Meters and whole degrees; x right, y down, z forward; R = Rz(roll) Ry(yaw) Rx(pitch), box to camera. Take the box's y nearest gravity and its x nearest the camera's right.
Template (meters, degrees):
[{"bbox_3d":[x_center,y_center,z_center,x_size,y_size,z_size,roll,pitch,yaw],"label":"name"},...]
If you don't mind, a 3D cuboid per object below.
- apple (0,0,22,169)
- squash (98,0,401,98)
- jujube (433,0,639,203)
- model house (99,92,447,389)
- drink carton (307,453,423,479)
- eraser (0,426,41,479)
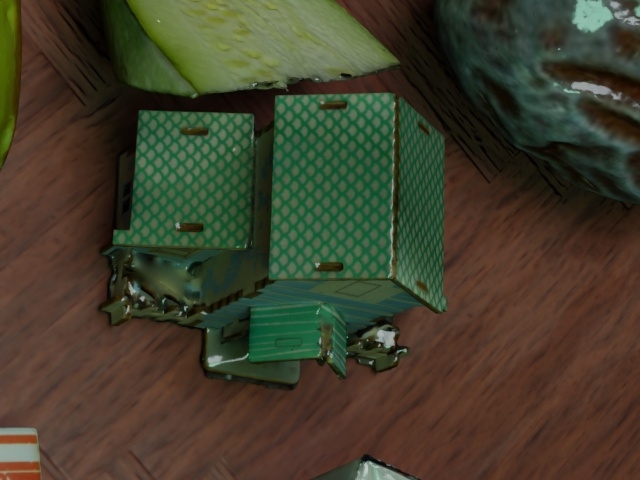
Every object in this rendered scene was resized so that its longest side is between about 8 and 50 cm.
[{"bbox_3d":[-0.351,-0.127,1.088,0.384,0.374,0.374,20,63,-4],"label":"apple"},{"bbox_3d":[-0.082,-0.185,1.420,0.237,0.204,0.155,-9,101,-51],"label":"squash"},{"bbox_3d":[0.234,-0.152,1.551,0.308,0.246,0.215,20,63,-18],"label":"jujube"},{"bbox_3d":[0.000,0.000,1.377,0.271,0.206,0.178,15,66,-28],"label":"model house"},{"bbox_3d":[0.097,0.280,1.349,0.324,0.194,0.132,28,59,-21],"label":"drink carton"},{"bbox_3d":[-0.244,0.233,1.247,0.157,0.038,0.230,2,73,-32],"label":"eraser"}]
